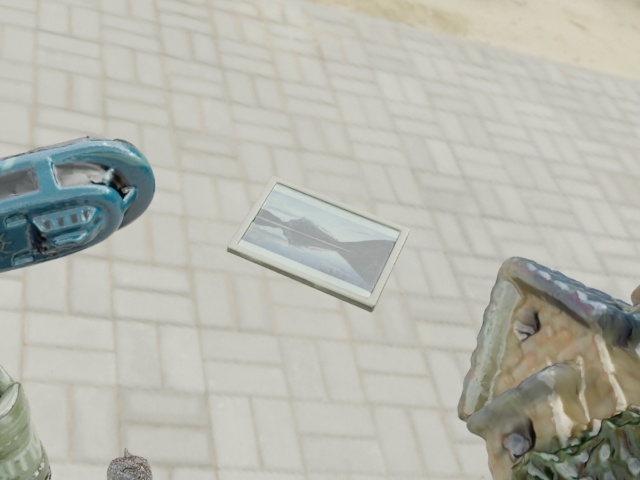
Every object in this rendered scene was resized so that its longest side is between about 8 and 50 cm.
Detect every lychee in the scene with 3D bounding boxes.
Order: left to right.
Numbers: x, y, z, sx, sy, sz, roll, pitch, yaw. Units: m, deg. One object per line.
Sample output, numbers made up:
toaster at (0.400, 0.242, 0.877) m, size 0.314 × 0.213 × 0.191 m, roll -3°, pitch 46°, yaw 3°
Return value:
lychee at (-0.262, 0.329, 1.336) m, size 0.067 × 0.068 × 0.083 m, roll 36°, pitch 34°, yaw -57°

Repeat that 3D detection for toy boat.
toy boat at (-0.296, -0.008, 0.923) m, size 0.299 × 0.134 × 0.092 m, roll -15°, pitch 52°, yaw -19°

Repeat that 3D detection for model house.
model house at (0.378, 0.132, 0.988) m, size 0.395 × 0.445 × 0.400 m, roll 23°, pitch 42°, yaw -25°

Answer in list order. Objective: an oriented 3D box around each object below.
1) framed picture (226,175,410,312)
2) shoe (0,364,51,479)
framed picture at (0.000, 0.000, 1.252) m, size 0.203 × 0.015 × 0.150 m, roll 23°, pitch 49°, yaw 8°
shoe at (-0.363, 0.120, 0.867) m, size 0.293 × 0.149 × 0.109 m, roll 27°, pitch 43°, yaw 20°
